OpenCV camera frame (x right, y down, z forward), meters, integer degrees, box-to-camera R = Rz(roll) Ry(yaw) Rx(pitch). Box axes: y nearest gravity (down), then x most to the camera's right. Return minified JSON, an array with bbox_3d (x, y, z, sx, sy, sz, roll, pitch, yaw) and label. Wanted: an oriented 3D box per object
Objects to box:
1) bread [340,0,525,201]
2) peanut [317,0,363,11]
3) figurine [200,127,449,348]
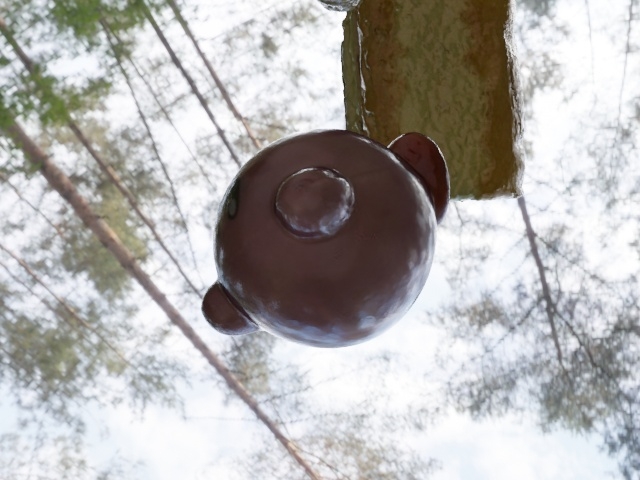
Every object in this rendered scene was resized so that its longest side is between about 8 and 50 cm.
[{"bbox_3d":[0.149,-0.232,1.090,0.237,0.375,0.165,-7,-175,-18],"label":"bread"},{"bbox_3d":[0.024,-0.316,0.867,0.089,0.089,0.192,-11,-117,13],"label":"peanut"},{"bbox_3d":[0.000,0.000,0.637,0.173,0.173,0.173,-10,-128,14],"label":"figurine"}]
